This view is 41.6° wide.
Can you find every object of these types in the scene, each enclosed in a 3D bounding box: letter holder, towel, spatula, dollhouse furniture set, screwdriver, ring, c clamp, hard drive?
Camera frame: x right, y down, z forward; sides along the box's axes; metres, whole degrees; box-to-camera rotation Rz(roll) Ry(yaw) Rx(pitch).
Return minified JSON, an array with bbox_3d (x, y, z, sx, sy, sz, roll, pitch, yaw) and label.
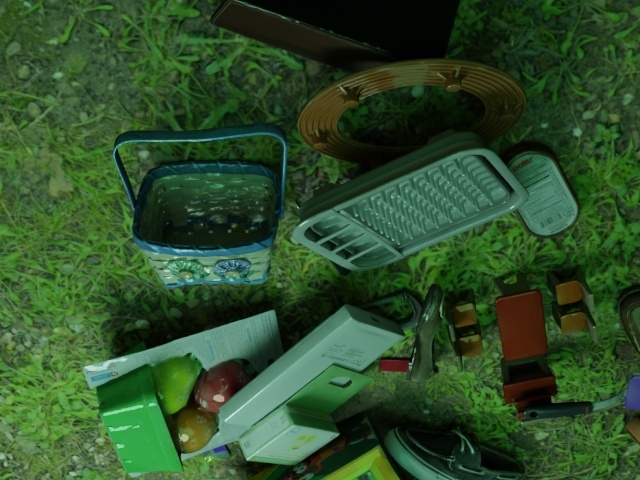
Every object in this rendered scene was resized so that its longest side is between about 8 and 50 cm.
[{"bbox_3d":[0.015,-0.341,1.193,0.302,0.214,0.152,16,90,-15],"label":"letter holder"},{"bbox_3d":[-0.226,0.429,1.753,0.060,0.009,0.083,-15,122,7],"label":"towel"},{"bbox_3d":[0.511,0.294,1.537,0.296,0.030,0.084,-7,120,-9],"label":"spatula"},{"bbox_3d":[0.375,0.196,1.547,0.262,0.135,0.259,-13,123,6],"label":"dollhouse furniture set"},{"bbox_3d":[0.000,0.000,1.475,0.025,0.024,0.170,-45,116,-8],"label":"screwdriver"},{"bbox_3d":[0.134,-0.171,1.242,0.337,0.032,0.336,-3,163,-1],"label":"ring"},{"bbox_3d":[0.109,0.130,1.561,0.161,0.022,0.137,-11,124,4],"label":"c clamp"},{"bbox_3d":[-0.012,0.237,1.531,0.307,0.040,0.203,-40,148,17],"label":"hard drive"}]

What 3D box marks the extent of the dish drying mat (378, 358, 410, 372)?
[{"bbox_3d":[0.157,0.244,1.647,0.083,0.008,0.032,3,122,-5],"label":"dish drying mat"}]

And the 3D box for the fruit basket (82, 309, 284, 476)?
[{"bbox_3d":[-0.234,0.287,1.597,0.353,0.165,0.327,-21,132,-13],"label":"fruit basket"}]

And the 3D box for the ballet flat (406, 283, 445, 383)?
[{"bbox_3d":[0.202,0.177,1.544,0.058,0.084,0.250,15,131,10],"label":"ballet flat"}]

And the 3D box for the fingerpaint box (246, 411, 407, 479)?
[{"bbox_3d":[0.049,0.636,1.714,0.371,0.163,0.445,-31,107,0],"label":"fingerpaint box"}]

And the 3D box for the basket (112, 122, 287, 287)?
[{"bbox_3d":[-0.171,-0.060,1.321,0.255,0.201,0.289,-3,133,1],"label":"basket"}]

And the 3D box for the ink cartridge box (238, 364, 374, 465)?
[{"bbox_3d":[-0.015,0.333,1.576,0.235,0.056,0.171,-38,148,16],"label":"ink cartridge box"}]

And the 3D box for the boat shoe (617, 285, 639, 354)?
[{"bbox_3d":[0.660,0.220,1.575,0.111,0.104,0.307,-31,110,24],"label":"boat shoe"}]

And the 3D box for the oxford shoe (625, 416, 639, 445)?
[{"bbox_3d":[0.788,0.467,1.724,0.133,0.130,0.363,-43,106,6],"label":"oxford shoe"}]

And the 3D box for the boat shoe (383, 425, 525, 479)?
[{"bbox_3d":[0.279,0.436,1.727,0.335,0.121,0.119,27,110,-29],"label":"boat shoe"}]

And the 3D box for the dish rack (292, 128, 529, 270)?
[{"bbox_3d":[0.141,-0.064,1.336,0.333,0.072,0.285,-23,154,21],"label":"dish rack"}]

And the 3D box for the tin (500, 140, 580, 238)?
[{"bbox_3d":[0.370,-0.083,1.426,0.106,0.040,0.189,-31,119,12],"label":"tin"}]
